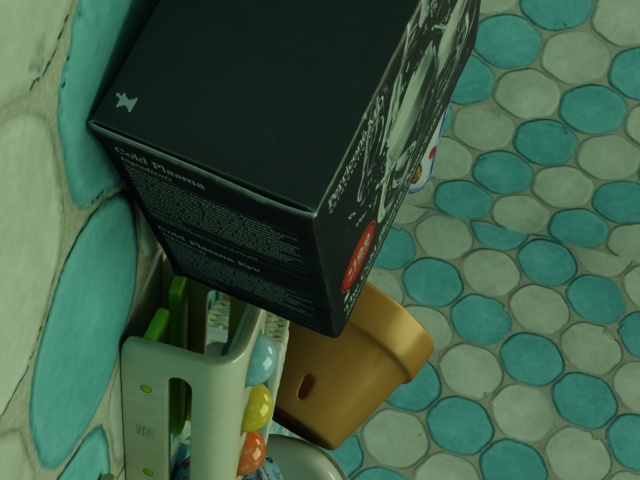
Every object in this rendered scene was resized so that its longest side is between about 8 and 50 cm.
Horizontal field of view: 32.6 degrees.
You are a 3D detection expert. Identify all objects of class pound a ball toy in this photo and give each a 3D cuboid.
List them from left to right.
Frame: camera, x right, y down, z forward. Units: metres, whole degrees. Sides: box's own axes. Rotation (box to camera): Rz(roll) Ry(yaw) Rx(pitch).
[{"bbox_3d":[-0.125,0.199,1.086,0.319,0.136,0.208,98,8,-45],"label":"pound a ball toy"}]

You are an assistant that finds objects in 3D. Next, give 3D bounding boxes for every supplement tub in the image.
[{"bbox_3d":[-0.068,0.417,1.669,0.331,0.241,0.241,78,27,-79],"label":"supplement tub"}]

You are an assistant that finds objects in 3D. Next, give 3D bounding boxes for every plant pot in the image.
[{"bbox_3d":[-0.012,0.163,1.573,0.203,0.291,0.291,-56,169,-15],"label":"plant pot"}]

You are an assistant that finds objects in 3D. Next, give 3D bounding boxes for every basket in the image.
[{"bbox_3d":[-0.104,0.169,1.349,0.103,0.113,0.167,-70,173,-63],"label":"basket"}]

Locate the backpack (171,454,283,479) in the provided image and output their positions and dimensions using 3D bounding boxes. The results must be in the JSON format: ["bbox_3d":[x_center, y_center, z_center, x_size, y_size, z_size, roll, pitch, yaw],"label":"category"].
[{"bbox_3d":[-0.125,0.337,1.385,0.117,0.158,0.173,63,24,-54],"label":"backpack"}]

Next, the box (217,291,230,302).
[{"bbox_3d":[-0.056,-0.011,1.369,0.103,0.114,0.203,-69,173,-48],"label":"box"}]

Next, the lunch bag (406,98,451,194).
[{"bbox_3d":[0.079,-0.200,1.694,0.303,0.115,0.243,5,103,-52],"label":"lunch bag"}]

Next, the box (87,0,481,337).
[{"bbox_3d":[-0.002,-0.136,0.910,0.312,0.179,0.343,77,37,-70],"label":"box"}]
